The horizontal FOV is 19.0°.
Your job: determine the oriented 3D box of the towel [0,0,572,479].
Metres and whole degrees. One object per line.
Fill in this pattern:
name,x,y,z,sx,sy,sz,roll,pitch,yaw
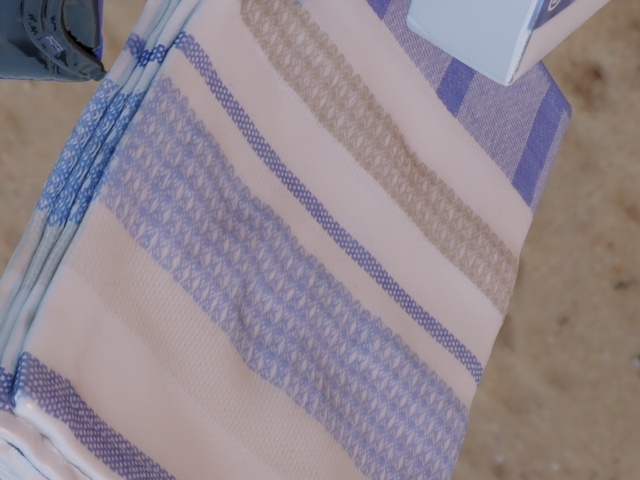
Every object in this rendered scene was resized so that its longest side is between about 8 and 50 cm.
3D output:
towel,0.000,0.000,0.655,0.034,0.285,0.209,-8,138,41

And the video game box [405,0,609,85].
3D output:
video game box,0.116,-0.168,0.577,0.048,0.187,0.205,33,136,15

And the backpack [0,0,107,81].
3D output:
backpack,-0.144,-0.142,0.856,0.120,0.098,0.101,99,166,-52
